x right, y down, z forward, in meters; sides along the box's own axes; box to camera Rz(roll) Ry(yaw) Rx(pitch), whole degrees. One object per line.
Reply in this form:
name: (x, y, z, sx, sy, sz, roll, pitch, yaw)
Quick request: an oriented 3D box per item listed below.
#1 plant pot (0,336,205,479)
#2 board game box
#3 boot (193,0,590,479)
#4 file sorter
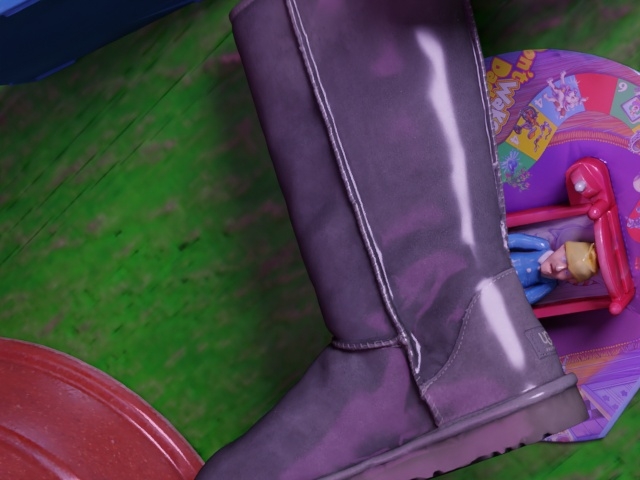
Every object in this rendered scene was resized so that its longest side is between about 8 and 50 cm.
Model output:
plant pot: (-0.196, 0.206, 0.756, 0.272, 0.265, 0.272, 5, 104, 19)
board game box: (0.088, 0.006, 0.736, 0.133, 0.033, 0.169, 35, 110, 9)
boot: (0.000, 0.000, 0.721, 0.189, 0.076, 0.209, -22, 86, 13)
file sorter: (-0.129, -0.126, 0.711, 0.118, 0.170, 0.104, -22, 90, 22)
